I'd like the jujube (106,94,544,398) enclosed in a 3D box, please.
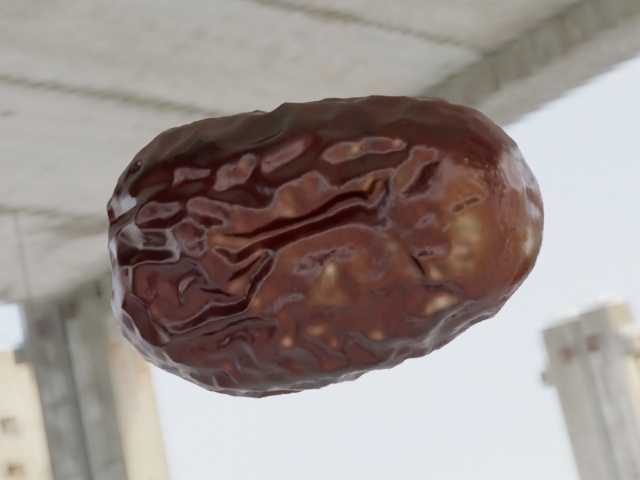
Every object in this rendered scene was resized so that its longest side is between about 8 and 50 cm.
[{"bbox_3d":[0.000,0.000,0.770,0.176,0.109,0.112,-10,-57,21],"label":"jujube"}]
